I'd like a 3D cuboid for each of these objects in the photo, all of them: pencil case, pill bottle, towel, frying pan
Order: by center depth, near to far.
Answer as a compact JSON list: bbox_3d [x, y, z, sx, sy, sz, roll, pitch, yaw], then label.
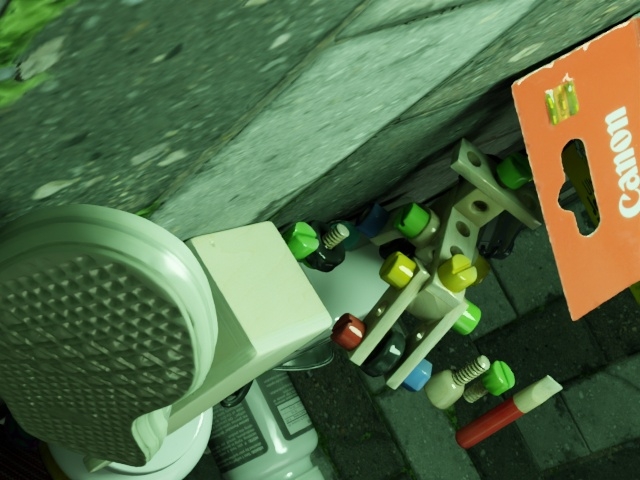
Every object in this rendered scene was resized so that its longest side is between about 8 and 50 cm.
[{"bbox_3d":[-0.227,0.209,1.464,0.188,0.188,0.334,-26,174,-19],"label":"pill bottle"},{"bbox_3d":[-0.383,0.298,1.591,0.031,0.199,0.275,-62,171,1],"label":"towel"},{"bbox_3d":[-0.371,0.244,1.683,0.064,0.070,0.151,-28,175,0],"label":"pencil case"},{"bbox_3d":[-0.111,0.155,1.820,0.197,0.053,0.326,15,-166,30],"label":"frying pan"},{"bbox_3d":[-0.113,0.309,2.157,0.176,0.318,0.176,-26,174,-3],"label":"pill bottle"}]

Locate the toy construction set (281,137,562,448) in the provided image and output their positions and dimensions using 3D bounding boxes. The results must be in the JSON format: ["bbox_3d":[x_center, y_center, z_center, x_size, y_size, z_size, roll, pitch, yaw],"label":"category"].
[{"bbox_3d":[0.157,0.042,1.366,0.237,0.309,0.257,-38,177,32],"label":"toy construction set"}]

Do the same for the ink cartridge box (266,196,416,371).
[{"bbox_3d":[0.008,0.065,1.633,0.198,0.114,0.273,-24,173,-30],"label":"ink cartridge box"}]

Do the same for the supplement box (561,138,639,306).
[{"bbox_3d":[0.432,-0.044,1.436,0.194,0.356,0.195,-27,174,-6],"label":"supplement box"}]

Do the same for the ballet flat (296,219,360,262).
[{"bbox_3d":[0.000,0.000,1.467,0.041,0.041,0.114,-33,172,37],"label":"ballet flat"}]

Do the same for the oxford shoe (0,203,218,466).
[{"bbox_3d":[-0.151,0.052,0.881,0.449,0.169,0.130,113,-5,-69],"label":"oxford shoe"}]

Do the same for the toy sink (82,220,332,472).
[{"bbox_3d":[-0.136,0.095,1.205,0.234,0.131,0.153,-36,170,26],"label":"toy sink"}]

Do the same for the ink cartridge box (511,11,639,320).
[{"bbox_3d":[0.395,-0.098,1.209,0.385,0.308,0.091,-28,-143,-8],"label":"ink cartridge box"}]

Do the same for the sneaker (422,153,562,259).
[{"bbox_3d":[0.211,-0.015,1.813,0.300,0.121,0.111,-29,173,9],"label":"sneaker"}]
